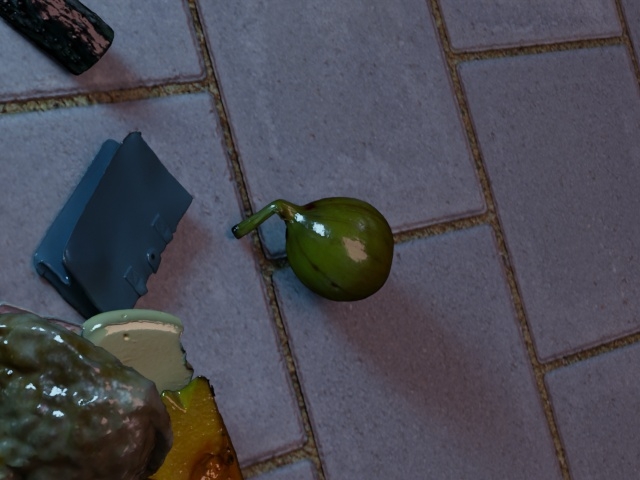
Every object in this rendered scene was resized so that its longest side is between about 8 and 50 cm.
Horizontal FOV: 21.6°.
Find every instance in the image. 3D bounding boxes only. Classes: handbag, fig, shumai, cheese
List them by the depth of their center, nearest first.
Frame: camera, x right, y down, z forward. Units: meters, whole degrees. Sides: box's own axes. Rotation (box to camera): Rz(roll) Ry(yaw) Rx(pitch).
[{"bbox_3d":[-0.318,0.231,1.706,0.267,0.314,0.262,54,50,-34],"label":"shumai"},{"bbox_3d":[-0.263,0.121,1.947,0.255,0.050,0.127,21,97,-29],"label":"cheese"},{"bbox_3d":[-0.245,-0.011,2.027,0.144,0.057,0.221,49,47,-32],"label":"handbag"},{"bbox_3d":[0.008,-0.006,2.210,0.186,0.148,0.142,51,43,-23],"label":"fig"}]

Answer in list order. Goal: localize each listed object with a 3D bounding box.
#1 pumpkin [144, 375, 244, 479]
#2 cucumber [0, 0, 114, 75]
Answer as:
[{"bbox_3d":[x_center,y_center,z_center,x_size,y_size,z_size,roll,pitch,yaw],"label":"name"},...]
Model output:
[{"bbox_3d":[-0.159,0.283,2.002,0.130,0.149,0.254,-17,99,-3],"label":"pumpkin"},{"bbox_3d":[-0.343,-0.293,2.007,0.211,0.062,0.078,42,52,-28],"label":"cucumber"}]
